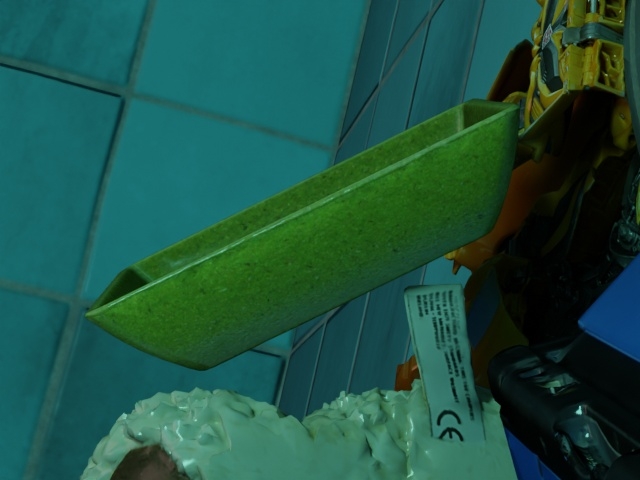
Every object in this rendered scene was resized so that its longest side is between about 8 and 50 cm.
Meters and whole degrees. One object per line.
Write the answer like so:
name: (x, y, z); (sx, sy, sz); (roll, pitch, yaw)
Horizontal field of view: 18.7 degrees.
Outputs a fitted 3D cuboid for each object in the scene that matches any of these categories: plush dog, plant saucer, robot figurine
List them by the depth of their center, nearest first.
plant saucer: (0.000, 0.000, 0.841); (0.045, 0.188, 0.188); (64, -179, -5)
plush dog: (0.027, 0.154, 0.847); (0.210, 0.262, 0.225); (-41, -3, -31)
robot figurine: (0.114, -0.032, 0.927); (0.291, 0.085, 0.211); (113, 169, -52)

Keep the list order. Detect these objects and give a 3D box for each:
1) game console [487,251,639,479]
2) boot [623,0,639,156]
game console: (0.162, 0.074, 0.550); (0.293, 0.173, 0.250); (-134, 28, -83)
boot: (0.161, -0.026, 0.271); (0.263, 0.091, 0.229); (59, 149, 30)
